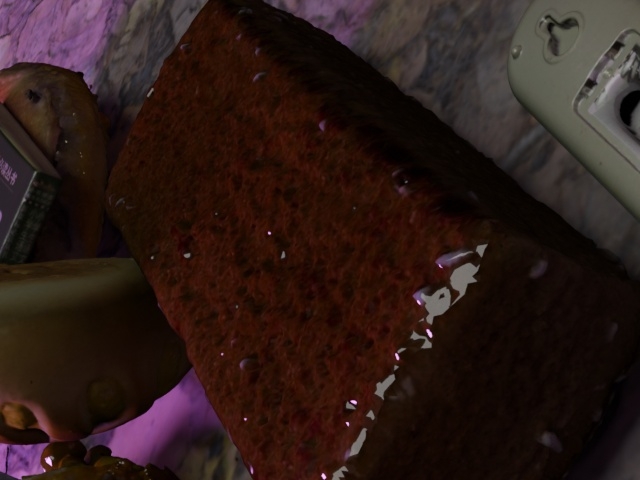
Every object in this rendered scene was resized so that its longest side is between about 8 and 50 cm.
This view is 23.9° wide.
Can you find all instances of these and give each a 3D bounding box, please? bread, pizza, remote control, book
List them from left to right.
[{"bbox_3d":[-0.272,0.038,1.091,0.264,0.027,0.202,-65,31,10],"label":"book"},{"bbox_3d":[-0.169,0.065,0.904,0.213,0.213,0.104,1,101,59],"label":"bread"},{"bbox_3d":[-0.213,-0.049,1.157,0.161,0.086,0.305,-58,33,18],"label":"pizza"},{"bbox_3d":[0.000,0.000,0.749,0.165,0.113,0.416,-57,29,10],"label":"bread"},{"bbox_3d":[0.138,-0.058,0.639,0.078,0.042,0.221,-57,30,16],"label":"remote control"}]

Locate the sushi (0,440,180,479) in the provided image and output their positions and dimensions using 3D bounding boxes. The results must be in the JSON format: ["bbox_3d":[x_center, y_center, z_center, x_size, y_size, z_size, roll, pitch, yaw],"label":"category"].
[{"bbox_3d":[-0.195,0.222,0.861,0.179,0.167,0.296,53,123,33],"label":"sushi"}]

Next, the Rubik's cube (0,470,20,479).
[{"bbox_3d":[-0.239,0.193,1.021,0.073,0.084,0.075,-37,22,33],"label":"Rubik's cube"}]
